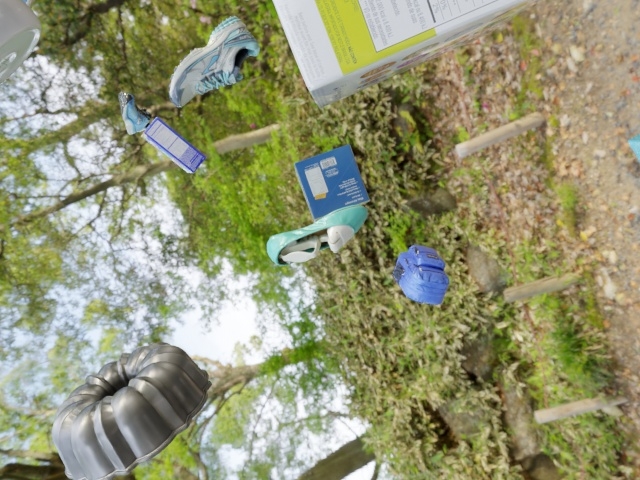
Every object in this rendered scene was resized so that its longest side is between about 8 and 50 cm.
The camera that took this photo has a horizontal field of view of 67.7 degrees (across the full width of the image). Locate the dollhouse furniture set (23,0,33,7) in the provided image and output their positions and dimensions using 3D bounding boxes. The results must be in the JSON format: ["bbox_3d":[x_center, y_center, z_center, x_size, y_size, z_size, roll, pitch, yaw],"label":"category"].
[{"bbox_3d":[-0.791,-0.666,1.140,0.198,0.286,0.303,29,-150,-33],"label":"dollhouse furniture set"}]

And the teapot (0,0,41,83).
[{"bbox_3d":[-0.674,-0.398,0.889,0.187,0.256,0.252,43,-136,-23],"label":"teapot"}]

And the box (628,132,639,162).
[{"bbox_3d":[0.674,-0.196,0.813,0.100,0.244,0.060,56,-172,-9],"label":"box"}]

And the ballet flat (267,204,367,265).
[{"bbox_3d":[0.000,0.000,1.078,0.083,0.248,0.087,65,-173,-49],"label":"ballet flat"}]

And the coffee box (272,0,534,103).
[{"bbox_3d":[0.081,-0.417,0.666,0.337,0.335,0.338,-83,-30,-77],"label":"coffee box"}]

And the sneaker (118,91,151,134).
[{"bbox_3d":[-0.488,-0.341,1.264,0.162,0.073,0.063,130,127,-72],"label":"sneaker"}]

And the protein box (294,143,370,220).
[{"bbox_3d":[0.037,-0.191,1.634,0.136,0.200,0.201,123,127,-89],"label":"protein box"}]

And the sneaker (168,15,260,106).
[{"bbox_3d":[-0.274,-0.447,1.243,0.122,0.283,0.110,42,179,-1],"label":"sneaker"}]

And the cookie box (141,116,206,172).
[{"bbox_3d":[-0.268,-0.171,0.868,0.107,0.040,0.092,40,172,-23],"label":"cookie box"}]

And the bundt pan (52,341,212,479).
[{"bbox_3d":[-0.405,0.332,1.002,0.331,0.331,0.124,-84,-30,-71],"label":"bundt pan"}]

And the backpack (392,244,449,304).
[{"bbox_3d":[0.214,0.073,1.007,0.120,0.098,0.101,-100,20,-61],"label":"backpack"}]
